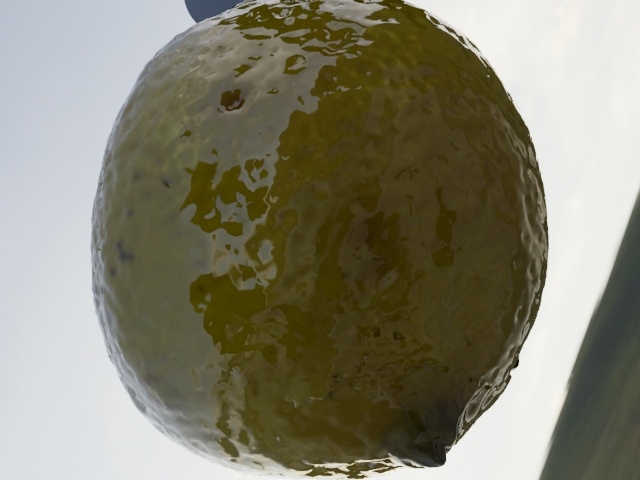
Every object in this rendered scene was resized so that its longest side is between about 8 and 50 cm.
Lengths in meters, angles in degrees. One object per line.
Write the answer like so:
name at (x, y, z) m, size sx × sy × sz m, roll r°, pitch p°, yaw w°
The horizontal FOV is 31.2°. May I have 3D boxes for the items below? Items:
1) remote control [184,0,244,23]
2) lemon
remote control at (0.019, -0.198, 0.707) m, size 0.022 × 0.245 × 0.077 m, roll 20°, pitch -128°, yaw -60°
lemon at (0.001, -0.008, 0.571) m, size 0.228 × 0.228 × 0.253 m, roll 47°, pitch -136°, yaw -64°
